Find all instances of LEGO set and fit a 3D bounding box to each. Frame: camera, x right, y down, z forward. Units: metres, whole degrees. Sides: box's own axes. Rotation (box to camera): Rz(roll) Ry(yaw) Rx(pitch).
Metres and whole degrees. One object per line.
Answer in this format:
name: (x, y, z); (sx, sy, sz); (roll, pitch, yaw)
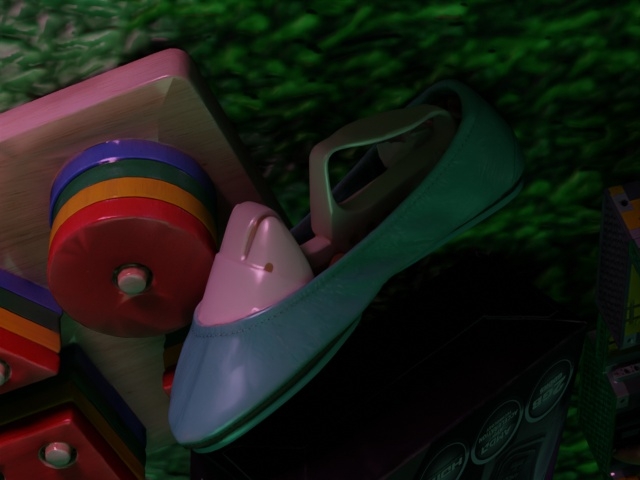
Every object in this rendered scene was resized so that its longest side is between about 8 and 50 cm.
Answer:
LEGO set: (0.266, 0.085, 0.902); (0.192, 0.255, 0.331); (-16, 134, -6)

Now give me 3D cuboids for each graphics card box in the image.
graphics card box: (0.031, 0.207, 1.023); (0.233, 0.094, 0.371); (-31, 141, -34)

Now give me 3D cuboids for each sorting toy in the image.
sorting toy: (-0.136, 0.054, 0.948); (0.257, 0.089, 0.255); (-20, 131, 13)

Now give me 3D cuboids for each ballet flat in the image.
ballet flat: (0.000, 0.000, 0.862); (0.247, 0.083, 0.087); (-40, 115, -21)
